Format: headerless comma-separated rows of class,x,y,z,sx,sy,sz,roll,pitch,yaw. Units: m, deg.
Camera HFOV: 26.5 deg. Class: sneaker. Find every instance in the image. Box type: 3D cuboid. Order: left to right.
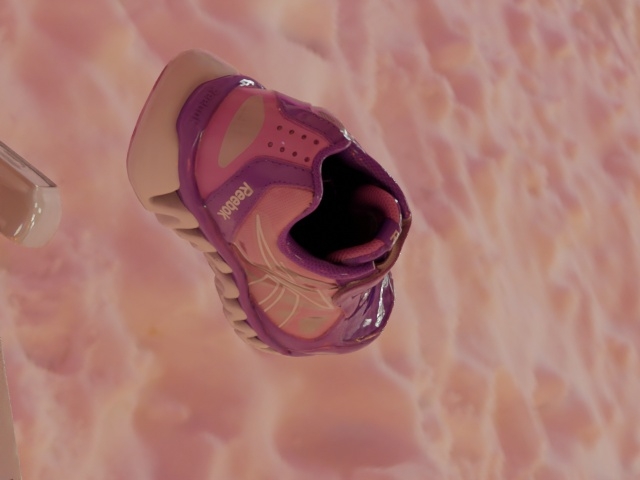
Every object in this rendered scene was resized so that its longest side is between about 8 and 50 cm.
sneaker,0.000,0.000,0.677,0.095,0.104,0.236,-67,151,-19

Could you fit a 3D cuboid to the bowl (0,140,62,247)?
bowl,-0.300,-0.056,1.254,0.142,0.053,0.142,38,4,2

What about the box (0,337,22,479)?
box,-0.407,0.193,1.340,0.181,0.119,0.182,-16,106,-42
